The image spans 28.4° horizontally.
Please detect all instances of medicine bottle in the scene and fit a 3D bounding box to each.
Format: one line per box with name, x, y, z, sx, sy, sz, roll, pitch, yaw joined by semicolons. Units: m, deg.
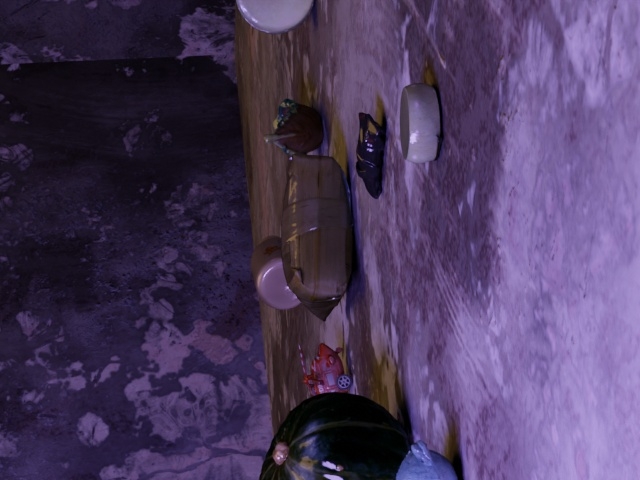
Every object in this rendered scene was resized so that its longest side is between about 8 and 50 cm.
medicine bottle;-0.089;0.055;2.640;0.252;0.114;0.114;-116;24;-72

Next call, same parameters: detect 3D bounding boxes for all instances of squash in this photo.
squash;0.019;0.293;1.582;0.218;0.172;0.218;-62;8;15

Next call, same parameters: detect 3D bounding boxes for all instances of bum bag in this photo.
bum bag;0.064;-0.113;1.639;0.058;0.034;0.124;-121;24;-45

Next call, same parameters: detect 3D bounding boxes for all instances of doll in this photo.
doll;0.111;0.297;1.287;0.120;0.075;0.180;91;173;-57

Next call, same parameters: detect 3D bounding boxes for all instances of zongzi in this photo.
zongzi;0.000;0.000;1.991;0.256;0.115;0.228;73;-165;-74

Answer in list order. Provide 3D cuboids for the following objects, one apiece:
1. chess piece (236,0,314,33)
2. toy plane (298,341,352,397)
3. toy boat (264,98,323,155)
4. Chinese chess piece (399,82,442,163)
chess piece;-0.085;-0.456;2.316;0.251;0.144;0.144;-104;11;-78
toy plane;0.020;0.260;2.046;0.126;0.077;0.194;90;165;-52
toy boat;-0.045;-0.194;2.251;0.293;0.099;0.108;-89;-4;-80
Chinese chess piece;0.104;-0.122;1.319;0.084;0.034;0.084;178;90;-85
